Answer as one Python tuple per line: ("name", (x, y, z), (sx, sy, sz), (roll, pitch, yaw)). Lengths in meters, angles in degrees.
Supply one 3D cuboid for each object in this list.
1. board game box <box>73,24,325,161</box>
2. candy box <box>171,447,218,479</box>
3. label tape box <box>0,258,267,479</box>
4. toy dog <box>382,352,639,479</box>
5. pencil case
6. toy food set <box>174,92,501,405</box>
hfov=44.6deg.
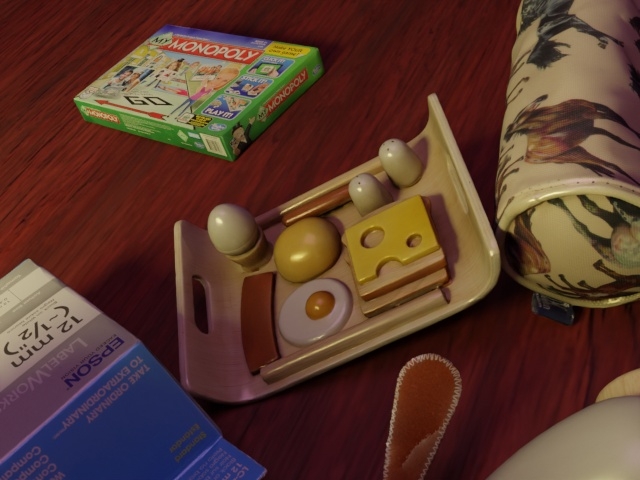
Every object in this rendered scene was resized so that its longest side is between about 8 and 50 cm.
("board game box", (-0.181, -0.225, 1.137), (0.317, 0.046, 0.213), (18, 54, 35))
("candy box", (-0.096, 0.264, 0.593), (0.105, 0.027, 0.206), (-28, 42, -4))
("label tape box", (-0.251, 0.175, 0.659), (0.249, 0.115, 0.348), (-42, 38, -23))
("toy dog", (0.132, 0.164, 0.513), (0.334, 0.161, 0.220), (-26, 41, -7))
("pencil case", (0.268, -0.116, 0.767), (0.160, 0.183, 0.410), (-27, 32, 38))
("toy food set", (0.000, 0.000, 0.737), (0.306, 0.092, 0.219), (-26, 45, 15))
